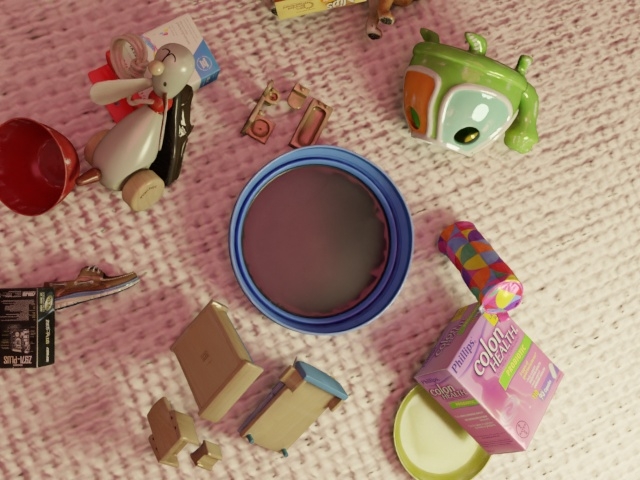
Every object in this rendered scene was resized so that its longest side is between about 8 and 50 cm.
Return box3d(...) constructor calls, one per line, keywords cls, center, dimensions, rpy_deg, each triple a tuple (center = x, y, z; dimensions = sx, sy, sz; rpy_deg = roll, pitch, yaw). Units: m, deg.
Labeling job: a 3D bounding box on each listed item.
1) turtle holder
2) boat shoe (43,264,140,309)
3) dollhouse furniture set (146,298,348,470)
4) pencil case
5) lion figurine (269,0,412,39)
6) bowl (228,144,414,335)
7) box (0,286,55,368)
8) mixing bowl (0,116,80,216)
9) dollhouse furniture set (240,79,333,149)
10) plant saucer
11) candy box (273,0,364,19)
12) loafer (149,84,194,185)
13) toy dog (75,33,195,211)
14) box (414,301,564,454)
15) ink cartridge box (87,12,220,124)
box3d(cls="turtle holder", center=(0.316, -0.301, 1.578), dimensions=(0.320, 0.243, 0.227), rpy_deg=(9, 102, -51))
box3d(cls="boat shoe", center=(-0.446, 0.082, 1.423), dimensions=(0.183, 0.066, 0.066), rpy_deg=(-16, 89, -14))
box3d(cls="dollhouse furniture set", center=(-0.151, 0.314, 1.482), dimensions=(0.286, 0.198, 0.303), rpy_deg=(-49, 131, 9))
box3d(cls="pencil case", center=(0.333, 0.059, 1.542), dimensions=(0.104, 0.236, 0.104), rpy_deg=(-10, 130, -12))
box3d(cls="lion figurine", center=(0.067, -0.574, 1.563), dimensions=(0.392, 0.142, 0.240), rpy_deg=(16, 75, -8))
box3d(cls="bowl", center=(0.000, 0.000, 1.529), dimensions=(0.391, 0.077, 0.391), rpy_deg=(0, 88, -14))
box3d(cls="box", center=(-0.591, 0.160, 1.352), dimensions=(0.180, 0.077, 0.147), rpy_deg=(-2, 86, 3))
box3d(cls="mixing bowl", center=(-0.526, -0.142, 1.387), dimensions=(0.181, 0.098, 0.181), rpy_deg=(4, 102, 18))
box3d(cls="dollhouse furniture set", center=(-0.059, -0.258, 1.513), dimensions=(0.151, 0.123, 0.144), rpy_deg=(29, 80, -10))
box3d(cls="plant saucer", center=(0.267, 0.411, 1.591), dimensions=(0.241, 0.037, 0.241), rpy_deg=(1, 86, -13))
box3d(cls="candy box", center=(-0.026, -0.607, 1.476), dimensions=(0.183, 0.087, 0.316), rpy_deg=(-12, 66, 2))
box3d(cls="loafer", center=(-0.284, -0.210, 1.449), dimensions=(0.078, 0.080, 0.220), rpy_deg=(-19, 132, -48))
box3d(cls="toy dog", center=(-0.356, -0.205, 1.344), dimensions=(0.220, 0.161, 0.334), rpy_deg=(22, 116, 22))
box3d(cls="box", center=(0.359, 0.286, 1.547), dimensions=(0.243, 0.117, 0.213), rpy_deg=(46, 56, -6))
box3d(cls="ink cartridge box", center=(-0.336, -0.340, 1.474), dimensions=(0.231, 0.078, 0.134), rpy_deg=(-31, 94, -14))
